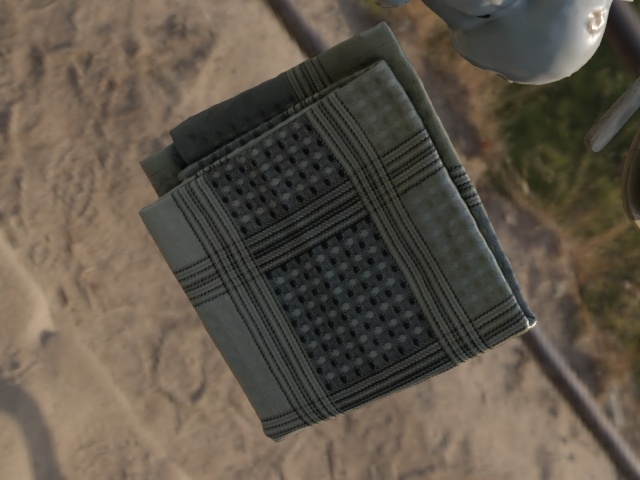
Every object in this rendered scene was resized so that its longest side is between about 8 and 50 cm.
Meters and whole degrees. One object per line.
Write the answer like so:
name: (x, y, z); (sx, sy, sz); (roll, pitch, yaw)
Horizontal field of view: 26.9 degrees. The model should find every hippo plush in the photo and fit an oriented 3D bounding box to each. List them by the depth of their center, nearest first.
hippo plush: (0.152, -0.254, 0.975); (0.294, 0.234, 0.236); (48, 26, -33)

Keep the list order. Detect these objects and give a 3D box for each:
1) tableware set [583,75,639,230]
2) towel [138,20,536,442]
tableware set: (0.209, -0.073, 0.581); (0.194, 0.039, 0.128); (-49, 136, 1)
towel: (0.000, 0.000, 1.253); (0.324, 0.312, 0.056); (63, 28, -1)
